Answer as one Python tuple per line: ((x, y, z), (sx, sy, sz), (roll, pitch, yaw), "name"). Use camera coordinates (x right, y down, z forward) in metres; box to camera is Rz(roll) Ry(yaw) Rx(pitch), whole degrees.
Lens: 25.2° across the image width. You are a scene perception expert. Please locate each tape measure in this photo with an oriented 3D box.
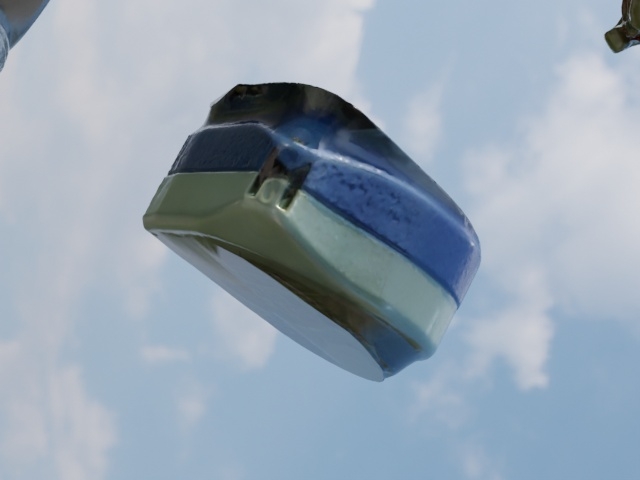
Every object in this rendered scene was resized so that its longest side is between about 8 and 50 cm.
((-0.002, 0.000, 1.219), (0.138, 0.262, 0.259), (-54, -158, -13), "tape measure")

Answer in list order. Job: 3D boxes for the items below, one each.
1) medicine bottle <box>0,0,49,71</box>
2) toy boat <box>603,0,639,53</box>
((-0.204, -0.178, 0.881), (0.132, 0.088, 0.188), (-22, -142, 54), "medicine bottle")
((0.265, -0.185, 0.995), (0.185, 0.071, 0.089), (-38, -92, 33), "toy boat")
